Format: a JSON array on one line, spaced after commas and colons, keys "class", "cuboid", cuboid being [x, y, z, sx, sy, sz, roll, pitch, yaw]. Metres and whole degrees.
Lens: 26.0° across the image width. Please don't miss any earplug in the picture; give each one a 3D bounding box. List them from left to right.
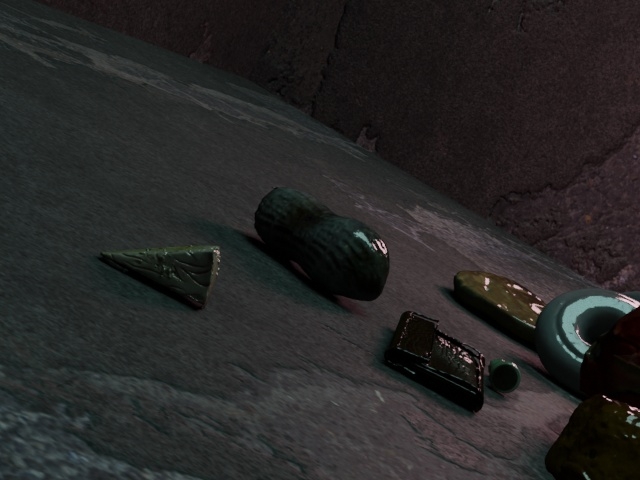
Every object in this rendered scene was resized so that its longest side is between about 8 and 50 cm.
[{"class": "earplug", "cuboid": [0.469, 0.175, 2.198, 0.214, 0.175, 0.326, 42, 24, 31]}]

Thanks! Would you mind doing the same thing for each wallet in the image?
[{"class": "wallet", "cuboid": [0.151, 0.145, 1.744, 0.133, 0.039, 0.243, 30, 9, 4]}]

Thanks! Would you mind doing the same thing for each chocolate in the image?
[{"class": "chocolate", "cuboid": [0.000, 0.000, 1.892, 0.248, 0.110, 0.110, 29, 8, 38]}]

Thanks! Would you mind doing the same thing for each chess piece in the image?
[{"class": "chess piece", "cuboid": [0.242, 0.178, 1.851, 0.042, 0.042, 0.093, 28, 2, -1]}]

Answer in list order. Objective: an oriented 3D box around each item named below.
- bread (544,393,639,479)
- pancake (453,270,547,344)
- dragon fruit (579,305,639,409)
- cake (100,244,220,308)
[{"class": "bread", "cuboid": [0.345, 0.254, 1.422, 0.247, 0.135, 0.232, 24, -4, -13]}, {"class": "pancake", "cuboid": [0.354, 0.132, 2.406, 0.294, 0.049, 0.294, 28, 12, -7]}, {"class": "dragon fruit", "cuboid": [0.477, 0.200, 1.677, 0.342, 0.277, 0.277, 49, 19, 31]}, {"class": "cake", "cuboid": [-0.165, 0.020, 1.442, 0.121, 0.065, 0.052, 21, 7, -1]}]
